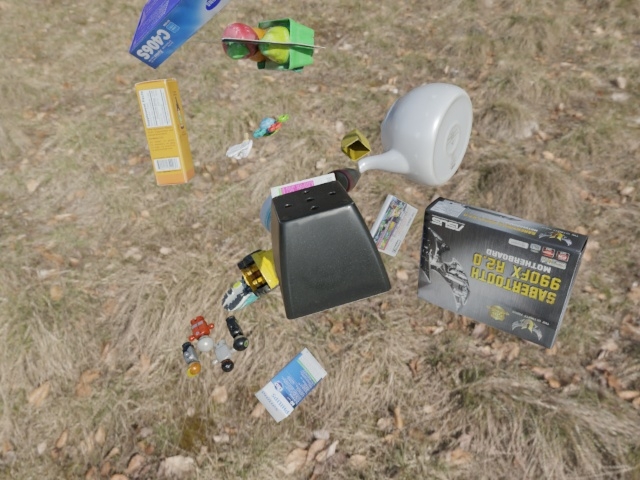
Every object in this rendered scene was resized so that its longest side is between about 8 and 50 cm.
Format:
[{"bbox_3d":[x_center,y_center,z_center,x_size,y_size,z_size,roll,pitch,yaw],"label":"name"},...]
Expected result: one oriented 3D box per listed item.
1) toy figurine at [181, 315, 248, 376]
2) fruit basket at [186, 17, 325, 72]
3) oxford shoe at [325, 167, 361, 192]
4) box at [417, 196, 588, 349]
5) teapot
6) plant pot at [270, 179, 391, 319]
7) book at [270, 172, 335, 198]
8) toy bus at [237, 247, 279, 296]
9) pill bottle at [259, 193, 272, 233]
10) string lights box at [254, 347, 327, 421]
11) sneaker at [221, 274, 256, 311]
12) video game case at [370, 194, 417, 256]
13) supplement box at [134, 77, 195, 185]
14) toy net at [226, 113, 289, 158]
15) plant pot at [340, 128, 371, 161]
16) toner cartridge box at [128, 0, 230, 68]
[{"bbox_3d":[-0.387,0.389,1.760,0.213,0.209,0.148,8,32,-36],"label":"toy figurine"},{"bbox_3d":[-0.213,-0.622,1.560,0.353,0.165,0.327,-16,26,-30],"label":"fruit basket"},{"bbox_3d":[0.002,-0.171,1.762,0.348,0.123,0.130,-16,8,38],"label":"oxford shoe"},{"bbox_3d":[0.273,0.047,0.764,0.231,0.183,0.056,21,38,30],"label":"box"},{"bbox_3d":[0.232,-0.261,1.147,0.187,0.252,0.256,22,15,33],"label":"teapot"},{"bbox_3d":[0.000,0.000,0.859,0.187,0.167,0.188,-15,26,-5],"label":"plant pot"},{"bbox_3d":[-0.031,-0.085,1.059,0.144,0.096,0.035,-12,-6,7],"label":"book"},{"bbox_3d":[-0.171,0.086,1.740,0.211,0.149,0.220,-33,1,-26],"label":"toy bus"},{"bbox_3d":[-0.039,-0.030,1.350,0.146,0.146,0.264,-21,47,-39],"label":"pill bottle"},{"bbox_3d":[-0.105,0.534,1.802,0.133,0.077,0.260,50,43,6],"label":"string lights box"},{"bbox_3d":[-0.274,0.185,1.932,0.107,0.275,0.110,55,9,25],"label":"sneaker"},{"bbox_3d":[0.261,-0.051,1.774,0.183,0.201,0.023,20,9,-46],"label":"video game case"},{"bbox_3d":[-0.355,-0.250,1.115,0.080,0.233,0.078,-3,20,3],"label":"supplement box"},{"bbox_3d":[-0.187,-0.305,1.457,0.122,0.045,0.232,9,47,38],"label":"toy net"},{"bbox_3d":[0.123,-0.351,1.730,0.081,0.081,0.083,32,42,-40],"label":"plant pot"},{"bbox_3d":[-0.301,-0.546,1.092,0.348,0.165,0.075,-17,-31,41],"label":"toner cartridge box"}]
